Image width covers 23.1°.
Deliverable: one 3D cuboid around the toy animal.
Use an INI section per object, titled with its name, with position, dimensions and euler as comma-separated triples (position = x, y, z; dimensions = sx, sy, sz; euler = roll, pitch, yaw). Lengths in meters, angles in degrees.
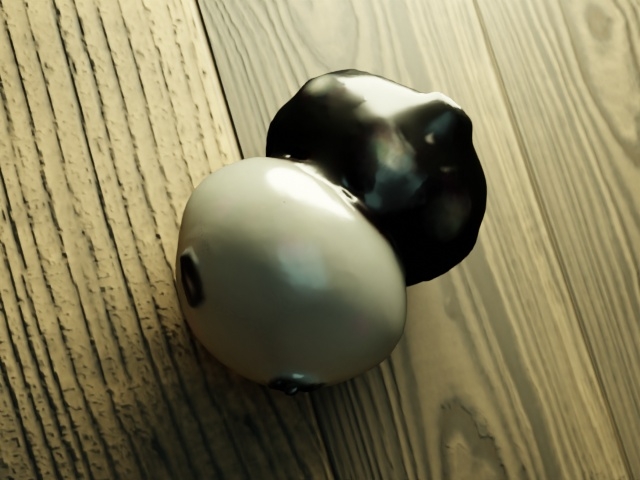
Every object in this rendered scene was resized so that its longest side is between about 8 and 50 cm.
[toy animal]
position = 0.000, 0.000, 1.150
dimensions = 0.187, 0.165, 0.235
euler = 41, 66, -3
